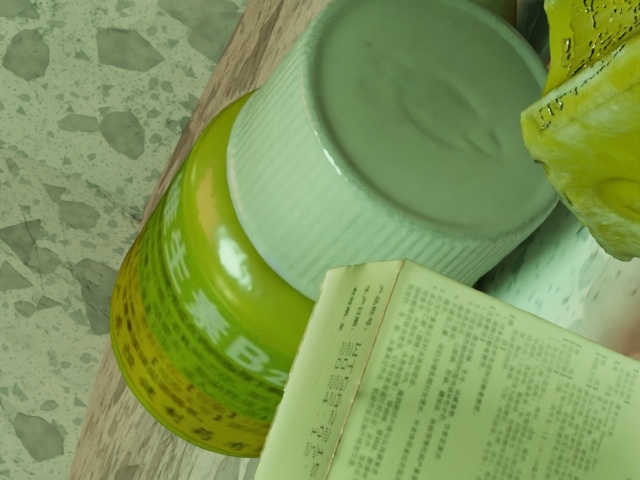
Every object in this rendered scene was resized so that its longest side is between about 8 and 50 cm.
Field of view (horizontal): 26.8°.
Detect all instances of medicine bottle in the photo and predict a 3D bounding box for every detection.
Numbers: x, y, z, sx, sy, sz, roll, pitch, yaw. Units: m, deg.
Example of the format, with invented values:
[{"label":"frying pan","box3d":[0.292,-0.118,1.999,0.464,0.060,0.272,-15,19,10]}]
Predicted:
[{"label":"medicine bottle","box3d":[0.000,0.000,0.954,0.384,0.224,0.224,-48,23,55]}]

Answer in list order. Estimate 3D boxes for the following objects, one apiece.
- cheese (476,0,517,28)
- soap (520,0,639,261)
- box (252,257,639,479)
[{"label":"cheese","box3d":[0.096,-0.173,1.067,0.202,0.091,0.175,99,170,-56]},{"label":"soap","box3d":[0.170,-0.056,0.495,0.257,0.160,0.080,144,145,-68]},{"label":"box","box3d":[0.056,0.135,0.613,0.212,0.168,0.095,-70,17,-12]}]
